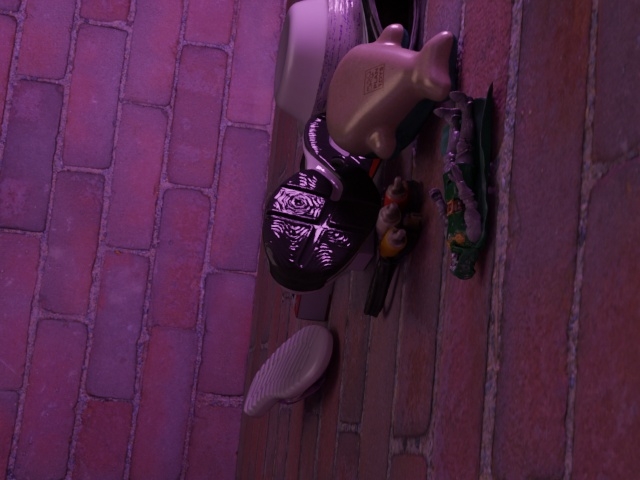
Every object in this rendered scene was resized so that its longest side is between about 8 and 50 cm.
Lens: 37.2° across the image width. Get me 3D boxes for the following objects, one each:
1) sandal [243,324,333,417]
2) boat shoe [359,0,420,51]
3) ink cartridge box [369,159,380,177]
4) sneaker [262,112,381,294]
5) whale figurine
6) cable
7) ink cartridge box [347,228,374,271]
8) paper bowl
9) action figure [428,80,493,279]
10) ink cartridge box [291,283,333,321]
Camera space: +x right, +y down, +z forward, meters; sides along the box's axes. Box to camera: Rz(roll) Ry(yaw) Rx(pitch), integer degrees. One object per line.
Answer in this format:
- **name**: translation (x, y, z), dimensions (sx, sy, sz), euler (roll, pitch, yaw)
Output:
- **sandal**: translation (-0.048, 0.294, 2.077), dimensions (0.416, 0.102, 0.169), euler (-38, 30, 58)
- **boat shoe**: translation (0.124, -0.435, 1.618), dimensions (0.119, 0.121, 0.335), euler (144, 122, -67)
- **ink cartridge box**: translation (0.090, -0.258, 1.789), dimensions (0.275, 0.060, 0.239), euler (115, 162, -61)
- **sneaker**: translation (0.001, 0.000, 1.575), dimensions (0.448, 0.169, 0.258), euler (-73, -5, -53)
- **whale figurine**: translation (0.126, -0.219, 1.430), dimensions (0.272, 0.141, 0.216), euler (-17, 64, 53)
- **cable**: translation (0.098, 0.007, 1.492), dimensions (0.287, 0.072, 0.140), euler (114, 163, -55)
- **ink cartridge box**: translation (0.067, -0.014, 1.758), dimensions (0.088, 0.052, 0.123), euler (117, 160, -64)
- **paper bowl**: translation (-0.001, -0.334, 1.776), dimensions (0.284, 0.148, 0.284), euler (-172, 90, -79)
- **action figure**: translation (0.172, -0.064, 1.162), dimensions (0.137, 0.063, 0.232), euler (127, 145, -65)
- **ink cartridge box**: translation (-0.020, 0.086, 2.135), dimensions (0.175, 0.072, 0.128), euler (-108, 27, -68)
